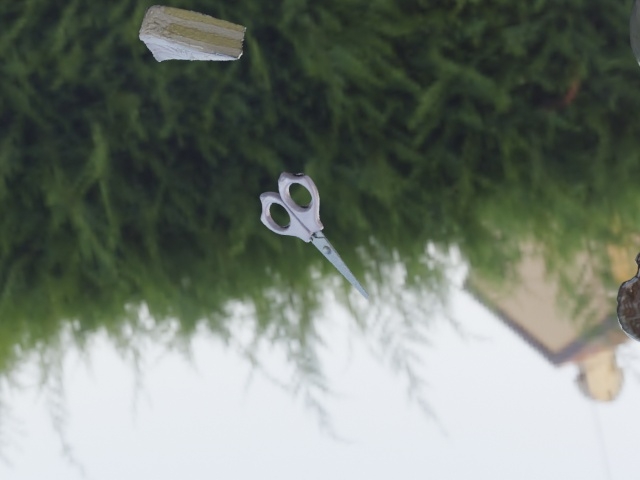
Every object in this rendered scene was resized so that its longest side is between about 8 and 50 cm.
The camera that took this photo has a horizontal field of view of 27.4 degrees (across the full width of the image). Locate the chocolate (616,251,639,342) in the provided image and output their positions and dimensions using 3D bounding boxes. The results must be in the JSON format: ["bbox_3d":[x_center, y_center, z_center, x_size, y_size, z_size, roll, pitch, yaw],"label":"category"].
[{"bbox_3d":[0.465,0.082,1.530,0.214,0.148,0.093,30,-171,35],"label":"chocolate"}]

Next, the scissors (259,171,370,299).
[{"bbox_3d":[0.000,0.000,1.645,0.100,0.189,0.015,-42,179,39],"label":"scissors"}]

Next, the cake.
[{"bbox_3d":[-0.139,-0.231,1.502,0.121,0.052,0.065,13,158,13],"label":"cake"}]

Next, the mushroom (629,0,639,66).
[{"bbox_3d":[0.402,-0.213,1.406,0.141,0.117,0.188,16,-152,-31],"label":"mushroom"}]
